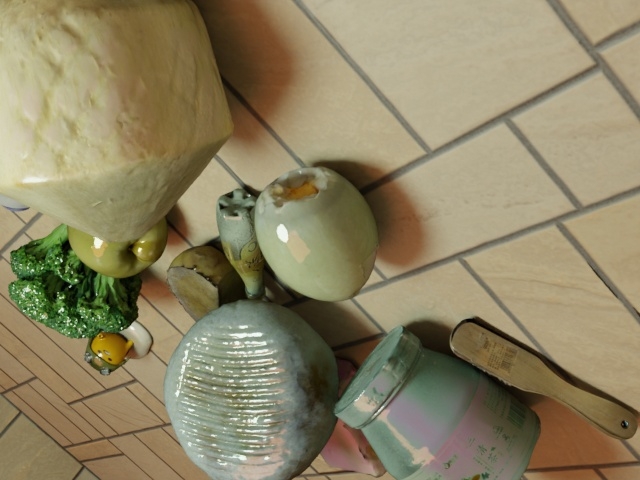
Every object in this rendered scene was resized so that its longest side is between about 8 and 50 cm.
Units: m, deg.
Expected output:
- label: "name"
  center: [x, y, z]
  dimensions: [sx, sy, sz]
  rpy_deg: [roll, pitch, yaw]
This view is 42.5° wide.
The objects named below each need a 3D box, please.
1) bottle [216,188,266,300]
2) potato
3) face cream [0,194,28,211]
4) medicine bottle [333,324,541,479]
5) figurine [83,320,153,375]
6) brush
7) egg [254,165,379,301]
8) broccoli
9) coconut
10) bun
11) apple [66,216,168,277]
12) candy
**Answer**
- label: "bottle"
  center: [-0.135, 0.022, 1.500]
  dimensions: [0.083, 0.083, 0.269]
  rpy_deg: [20, 143, 21]
- label: "potato"
  center: [-0.228, 0.088, 1.643]
  dimensions: [0.138, 0.098, 0.243]
  rpy_deg: [27, 147, 15]
- label: "face cream"
  center: [-0.604, -0.227, 1.600]
  dimensions: [0.235, 0.137, 0.420]
  rpy_deg: [34, 137, 21]
- label: "medicine bottle"
  center: [0.192, 0.309, 1.421]
  dimensions: [0.290, 0.245, 0.245]
  rpy_deg: [37, 145, -1]
- label: "figurine"
  center: [-0.547, 0.287, 2.100]
  dimensions: [0.166, 0.141, 0.250]
  rpy_deg: [43, 144, -12]
- label: "brush"
  center: [0.360, 0.233, 1.352]
  dimensions: [0.327, 0.070, 0.065]
  rpy_deg: [28, 162, 9]
- label: "egg"
  center: [0.000, 0.000, 1.277]
  dimensions: [0.183, 0.183, 0.217]
  rpy_deg: [4, 127, 37]
- label: "broccoli"
  center: [-0.510, 0.079, 1.754]
  dimensions: [0.308, 0.308, 0.275]
  rpy_deg: [36, 107, 1]
- label: "coconut"
  center: [-0.329, -0.195, 1.197]
  dimensions: [0.415, 0.345, 0.415]
  rpy_deg: [26, 125, 44]
- label: "bun"
  center: [-0.120, 0.283, 1.551]
  dimensions: [0.362, 0.211, 0.361]
  rpy_deg: [3, 96, 30]
- label: "apple"
  center: [-0.394, -0.022, 1.586]
  dimensions: [0.200, 0.200, 0.200]
  rpy_deg: [23, 142, 19]
- label: "candy"
  center: [0.044, 0.372, 1.721]
  dimensions: [0.155, 0.116, 0.265]
  rpy_deg: [-2, 129, 39]
